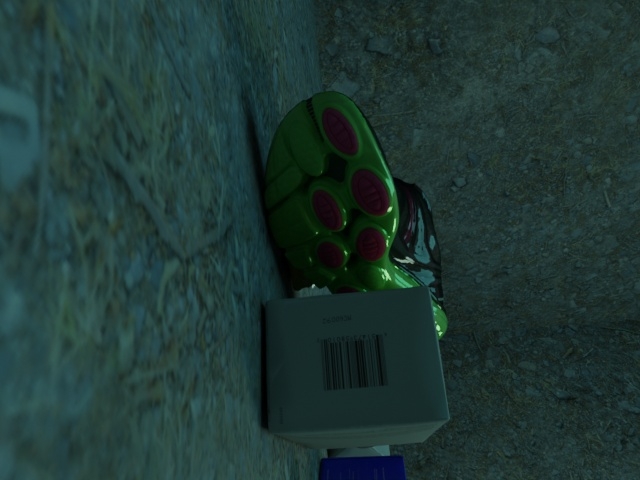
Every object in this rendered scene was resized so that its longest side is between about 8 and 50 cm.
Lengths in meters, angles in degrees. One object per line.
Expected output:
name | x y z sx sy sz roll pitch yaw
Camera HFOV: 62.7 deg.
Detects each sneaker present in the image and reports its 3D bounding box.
sneaker | 0.065 -0.023 0.777 0.482 0.185 0.202 61 29 -45

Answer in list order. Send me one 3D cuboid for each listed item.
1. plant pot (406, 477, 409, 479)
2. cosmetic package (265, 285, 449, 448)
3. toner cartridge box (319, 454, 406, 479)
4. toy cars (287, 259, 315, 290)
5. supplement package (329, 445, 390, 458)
plant pot | 0.130 0.699 1.304 0.230 0.216 0.215 107 -17 -58
cosmetic package | 0.051 0.198 0.722 0.365 0.197 0.155 79 6 -66
toner cartridge box | 0.076 0.512 0.882 0.348 0.165 0.075 -80 164 -71
toy cars | 0.000 0.000 0.968 0.394 0.087 0.176 42 43 -84
supplement package | 0.092 0.470 1.274 0.105 0.105 0.179 41 18 -13
